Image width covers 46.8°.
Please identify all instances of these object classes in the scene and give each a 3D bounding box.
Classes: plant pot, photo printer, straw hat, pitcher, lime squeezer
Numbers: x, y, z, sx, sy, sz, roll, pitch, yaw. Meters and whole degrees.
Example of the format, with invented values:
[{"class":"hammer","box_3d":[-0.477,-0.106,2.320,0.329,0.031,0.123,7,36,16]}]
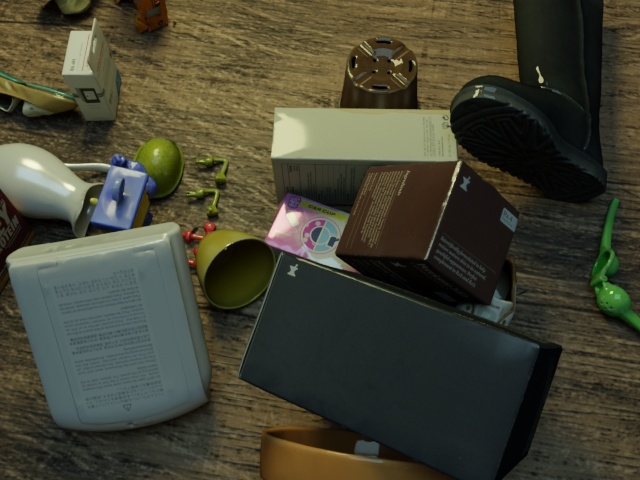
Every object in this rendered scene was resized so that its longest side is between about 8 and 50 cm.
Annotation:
[{"class":"plant pot","box_3d":[0.051,0.375,0.999,0.291,0.291,0.203,7,82,5]},{"class":"plant pot","box_3d":[0.109,-0.269,1.352,0.167,0.165,0.166,0,65,0]},{"class":"photo printer","box_3d":[-0.306,0.142,1.121,0.256,0.107,0.307,-11,107,-2]},{"class":"straw hat","box_3d":[-0.513,-0.500,1.532,0.145,0.144,0.061,-25,104,-10]},{"class":"plant pot","box_3d":[-0.156,0.034,1.245,0.134,0.134,0.095,-35,44,-14]},{"class":"pitcher","box_3d":[-0.478,-0.106,1.324,0.207,0.125,0.177,22,39,7]},{"class":"lime squeezer","box_3d":[0.507,0.062,1.242,0.110,0.059,0.310,-9,64,-3]}]

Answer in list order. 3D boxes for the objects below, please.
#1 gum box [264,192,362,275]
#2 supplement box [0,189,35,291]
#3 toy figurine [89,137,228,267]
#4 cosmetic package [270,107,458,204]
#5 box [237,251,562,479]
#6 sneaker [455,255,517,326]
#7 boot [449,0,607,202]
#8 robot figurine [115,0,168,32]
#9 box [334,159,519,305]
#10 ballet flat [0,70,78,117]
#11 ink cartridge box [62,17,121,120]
[{"class":"gum box","box_3d":[0.000,0.000,1.280,0.189,0.062,0.107,19,66,10]},{"class":"supplement box","box_3d":[-0.625,-0.030,1.239,0.194,0.191,0.129,17,65,10]},{"class":"toy figurine","box_3d":[-0.285,-0.062,1.233,0.191,0.217,0.362,11,66,7]},{"class":"cosmetic package","box_3d":[0.075,-0.143,1.296,0.310,0.160,0.113,3,63,2]},{"class":"box","box_3d":[0.122,0.165,1.006,0.343,0.312,0.178,19,89,25]},{"class":"sneaker","box_3d":[0.238,0.147,1.173,0.106,0.123,0.290,19,68,8]},{"class":"boot","box_3d":[0.376,-0.335,1.308,0.146,0.367,0.445,-13,59,44]},{"class":"robot figurine","box_3d":[-0.377,-0.550,1.429,0.085,0.291,0.211,-33,67,-13]},{"class":"box","box_3d":[0.166,-0.012,1.166,0.203,0.168,0.167,2,65,51]},{"class":"ballet flat","box_3d":[-0.574,-0.276,1.435,0.232,0.080,0.073,21,94,14]},{"class":"ink cartridge box","box_3d":[-0.428,-0.316,1.379,0.060,0.180,0.104,0,64,1]}]
